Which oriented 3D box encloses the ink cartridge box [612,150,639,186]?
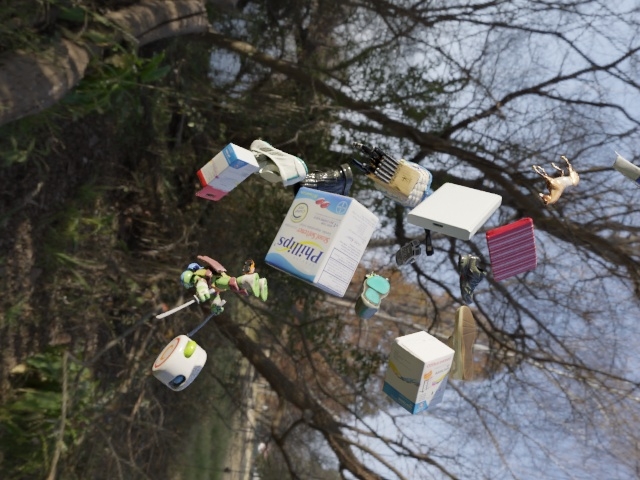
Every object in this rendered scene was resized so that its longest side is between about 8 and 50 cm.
[{"bbox_3d":[1.027,-0.174,1.608,0.045,0.223,0.224,-54,-172,25],"label":"ink cartridge box"}]

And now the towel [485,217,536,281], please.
[{"bbox_3d":[0.799,0.041,2.147,0.031,0.199,0.274,-105,173,-54],"label":"towel"}]

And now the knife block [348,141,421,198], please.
[{"bbox_3d":[0.211,-0.236,1.727,0.088,0.242,0.276,-60,173,3],"label":"knife block"}]

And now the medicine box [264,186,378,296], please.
[{"bbox_3d":[0.000,0.000,1.676,0.264,0.149,0.289,19,-100,46],"label":"medicine box"}]

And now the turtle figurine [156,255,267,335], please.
[{"bbox_3d":[-0.310,0.184,1.574,0.274,0.266,0.197,-82,165,-47],"label":"turtle figurine"}]

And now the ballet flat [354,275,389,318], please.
[{"bbox_3d":[0.132,0.151,1.372,0.068,0.072,0.213,-57,173,19],"label":"ballet flat"}]

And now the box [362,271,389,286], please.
[{"bbox_3d":[0.223,0.170,2.068,0.062,0.083,0.052,-21,127,-47],"label":"box"}]

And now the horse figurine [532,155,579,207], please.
[{"bbox_3d":[0.991,-0.254,2.136,0.174,0.263,0.066,63,-25,21],"label":"horse figurine"}]

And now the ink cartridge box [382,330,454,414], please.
[{"bbox_3d":[0.368,0.492,1.938,0.168,0.171,0.232,30,-61,47],"label":"ink cartridge box"}]

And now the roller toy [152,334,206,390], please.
[{"bbox_3d":[-0.555,0.489,2.038,0.191,0.146,0.209,-52,-161,-19],"label":"roller toy"}]

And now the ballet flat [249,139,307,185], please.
[{"bbox_3d":[-0.212,-0.313,2.090,0.400,0.139,0.139,31,-65,47],"label":"ballet flat"}]

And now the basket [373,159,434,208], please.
[{"bbox_3d":[0.407,-0.258,2.378,0.289,0.255,0.201,11,105,-56],"label":"basket"}]

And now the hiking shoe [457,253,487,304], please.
[{"bbox_3d":[0.634,0.164,2.128,0.086,0.114,0.226,-66,148,-65],"label":"hiking shoe"}]

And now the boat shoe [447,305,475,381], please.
[{"bbox_3d":[0.566,0.419,2.109,0.098,0.109,0.302,-9,-107,46],"label":"boat shoe"}]

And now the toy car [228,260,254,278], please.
[{"bbox_3d":[-0.307,0.120,1.991,0.040,0.122,0.060,50,29,-47],"label":"toy car"}]

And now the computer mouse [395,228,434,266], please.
[{"bbox_3d":[0.328,0.033,1.777,0.193,0.042,0.106,-41,-132,52],"label":"computer mouse"}]

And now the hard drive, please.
[{"bbox_3d":[0.438,-0.101,1.661,0.307,0.203,0.040,-35,136,-47],"label":"hard drive"}]

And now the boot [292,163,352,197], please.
[{"bbox_3d":[-0.004,-0.234,2.421,0.348,0.260,0.131,102,-32,-65],"label":"boot"}]

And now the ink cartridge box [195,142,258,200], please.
[{"bbox_3d":[-0.363,-0.251,1.931,0.134,0.231,0.078,14,45,-61],"label":"ink cartridge box"}]
